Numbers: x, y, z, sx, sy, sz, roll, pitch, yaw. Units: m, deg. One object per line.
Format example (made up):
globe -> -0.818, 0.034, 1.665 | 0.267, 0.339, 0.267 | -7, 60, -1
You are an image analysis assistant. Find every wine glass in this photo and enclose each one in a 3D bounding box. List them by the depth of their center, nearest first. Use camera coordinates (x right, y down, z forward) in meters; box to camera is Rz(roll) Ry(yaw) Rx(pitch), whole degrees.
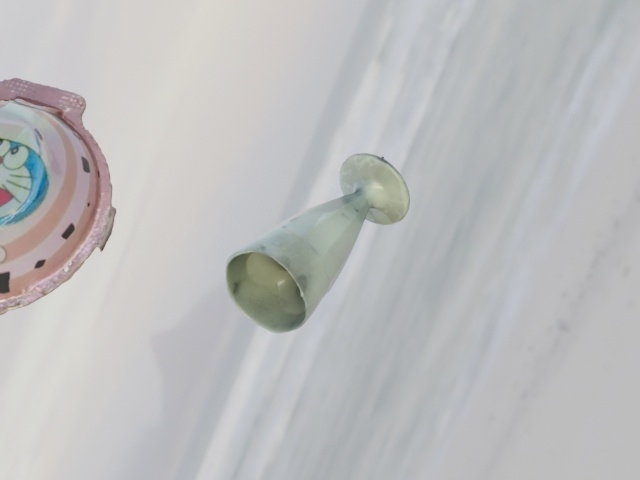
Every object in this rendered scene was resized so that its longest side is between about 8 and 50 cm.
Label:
wine glass -> 0.000, 0.000, 1.270 | 0.155, 0.073, 0.073 | -43, -17, -44

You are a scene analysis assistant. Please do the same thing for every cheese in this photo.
cheese -> -0.249, 0.004, 1.187 | 0.074, 0.189, 0.286 | 80, -150, -59
